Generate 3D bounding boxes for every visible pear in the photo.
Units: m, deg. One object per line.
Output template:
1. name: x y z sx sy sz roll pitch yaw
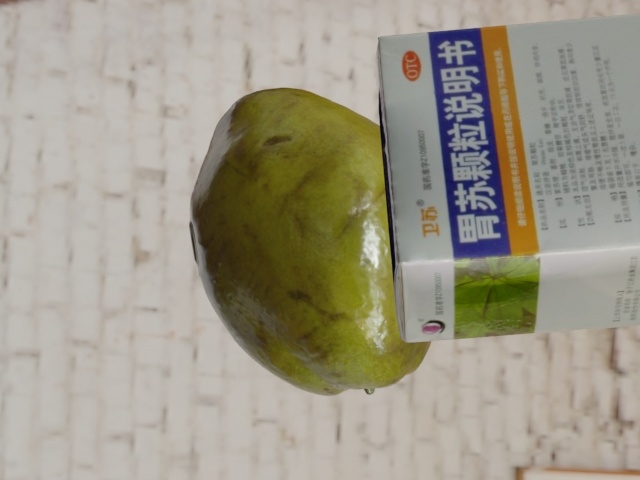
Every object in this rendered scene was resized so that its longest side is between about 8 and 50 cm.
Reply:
1. pear: 0.000 0.000 1.603 0.269 0.269 0.321 -29 -100 48

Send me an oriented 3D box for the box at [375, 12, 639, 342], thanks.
1. box: 0.194 -0.048 1.111 0.106 0.300 0.200 81 5 -55
